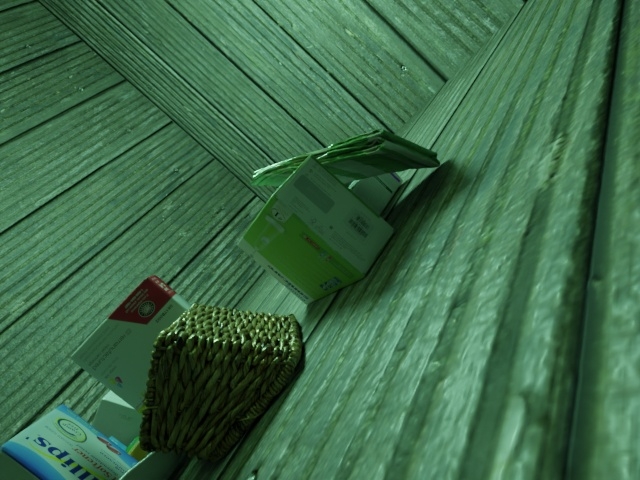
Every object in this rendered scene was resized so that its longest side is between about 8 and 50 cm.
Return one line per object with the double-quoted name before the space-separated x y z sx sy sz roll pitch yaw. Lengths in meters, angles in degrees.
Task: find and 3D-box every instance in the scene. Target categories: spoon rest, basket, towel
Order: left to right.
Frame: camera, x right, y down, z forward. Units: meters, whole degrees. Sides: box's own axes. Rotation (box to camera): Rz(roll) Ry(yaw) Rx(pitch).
"spoon rest" -0.310 0.416 0.729 0.137 0.084 0.276 -48 9 2
"basket" -0.157 0.246 0.740 0.299 0.222 0.214 -169 87 -84
"towel" 0.049 -0.145 0.862 0.324 0.038 0.247 -9 -5 38

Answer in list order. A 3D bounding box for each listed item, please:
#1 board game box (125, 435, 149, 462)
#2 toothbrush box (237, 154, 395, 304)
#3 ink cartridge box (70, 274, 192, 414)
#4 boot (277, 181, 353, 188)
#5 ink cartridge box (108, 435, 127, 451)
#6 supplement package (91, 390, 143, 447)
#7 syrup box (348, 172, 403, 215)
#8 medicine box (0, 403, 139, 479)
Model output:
"board game box" -0.559 0.668 1.092 0.242 0.064 0.316 -42 9 51
"toothbrush box" -0.024 -0.003 0.829 0.122 0.206 0.283 -52 6 -29
"ink cartridge box" -0.337 0.258 0.936 0.226 0.306 0.131 -50 6 -12
"boot" 0.011 -0.160 1.754 0.445 0.366 0.146 80 -158 -69
"ink cartridge box" -0.585 0.601 1.095 0.104 0.060 0.180 -49 6 -10
"supplement package" -0.620 0.576 1.422 0.293 0.177 0.175 -134 64 -85
"syrup box" 0.099 -0.089 1.030 0.237 0.096 0.093 -52 8 -34
"medicine box" -0.491 0.483 0.802 0.149 0.263 0.289 -50 6 -15
